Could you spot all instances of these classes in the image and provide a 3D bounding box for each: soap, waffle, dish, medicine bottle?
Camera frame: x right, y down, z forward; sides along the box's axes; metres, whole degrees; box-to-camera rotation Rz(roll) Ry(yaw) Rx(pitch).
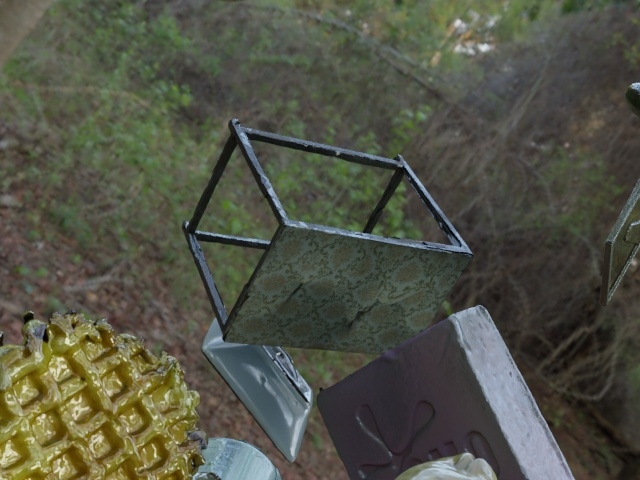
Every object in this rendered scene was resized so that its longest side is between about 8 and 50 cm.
[{"bbox_3d":[0.164,0.275,1.338,0.107,0.296,0.285,-9,67,-48],"label":"soap"},{"bbox_3d":[-0.327,0.297,1.356,0.095,0.380,0.382,-12,-33,43],"label":"waffle"},{"bbox_3d":[-0.087,0.225,1.608,0.243,0.080,0.182,54,8,-9],"label":"dish"},{"bbox_3d":[-0.226,0.589,2.012,0.245,0.245,0.290,36,26,-7],"label":"medicine bottle"}]

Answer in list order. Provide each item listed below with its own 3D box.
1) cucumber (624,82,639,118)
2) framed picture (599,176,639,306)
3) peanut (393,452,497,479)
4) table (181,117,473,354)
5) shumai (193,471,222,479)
[{"bbox_3d":[0.443,-0.129,1.142,0.056,0.056,0.284,35,15,-30],"label":"cucumber"},{"bbox_3d":[0.551,-0.009,1.728,0.023,0.189,0.260,25,-18,24],"label":"framed picture"},{"bbox_3d":[0.084,0.316,0.946,0.130,0.290,0.130,28,-42,28],"label":"peanut"},{"bbox_3d":[0.000,0.000,1.507,0.335,0.222,0.272,10,33,-32],"label":"table"},{"bbox_3d":[-0.208,0.428,1.569,0.201,0.120,0.201,50,-19,24],"label":"shumai"}]
